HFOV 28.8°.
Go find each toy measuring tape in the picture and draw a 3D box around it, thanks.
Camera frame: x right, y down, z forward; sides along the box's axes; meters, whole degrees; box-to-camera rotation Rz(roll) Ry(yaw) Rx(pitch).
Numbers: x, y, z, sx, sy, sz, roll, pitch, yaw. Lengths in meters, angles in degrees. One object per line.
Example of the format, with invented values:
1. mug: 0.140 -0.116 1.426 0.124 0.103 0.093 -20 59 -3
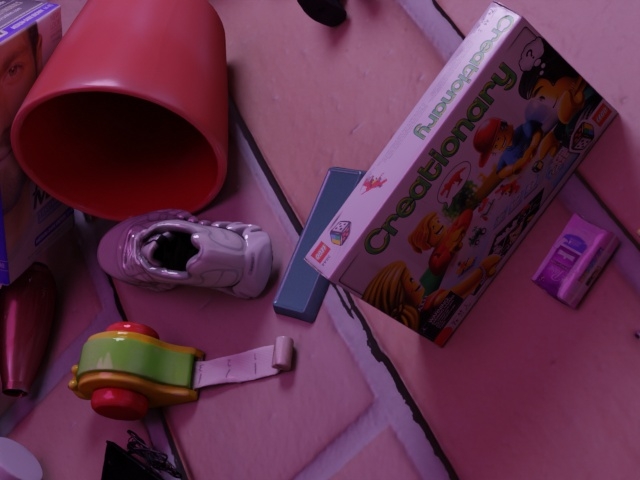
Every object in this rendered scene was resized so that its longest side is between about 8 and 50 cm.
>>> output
1. toy measuring tape: -0.188 0.145 1.472 0.330 0.121 0.121 -15 58 36

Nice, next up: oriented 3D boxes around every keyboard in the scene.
1. keyboard: -0.192 0.291 1.461 0.192 0.038 0.100 23 107 46

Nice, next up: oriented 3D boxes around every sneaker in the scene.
1. sneaker: -0.194 0.011 1.540 0.292 0.118 0.110 1 86 44

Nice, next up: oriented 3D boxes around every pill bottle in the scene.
1. pill bottle: -0.443 0.342 1.593 0.180 0.108 0.108 -49 44 10

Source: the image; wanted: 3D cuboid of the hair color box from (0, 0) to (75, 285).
1. hair color box: -0.422 -0.134 1.659 0.110 0.338 0.185 10 31 16

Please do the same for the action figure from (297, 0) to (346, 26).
1. action figure: -0.011 -0.415 1.646 0.185 0.099 0.285 -45 40 26

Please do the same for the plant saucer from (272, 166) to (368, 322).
1. plant saucer: 0.000 0.000 1.454 0.067 0.018 0.192 12 74 45

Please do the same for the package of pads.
1. package of pads: 0.246 0.019 1.207 0.083 0.032 0.050 -56 40 1

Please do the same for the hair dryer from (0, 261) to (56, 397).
1. hair dryer: -0.447 0.120 1.772 0.223 0.080 0.293 -62 35 17

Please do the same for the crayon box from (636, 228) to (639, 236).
1. crayon box: 0.428 0.034 0.998 0.202 0.081 0.318 -44 45 14

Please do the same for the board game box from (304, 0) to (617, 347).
1. board game box: 0.143 -0.057 1.228 0.305 0.193 0.053 -54 43 4

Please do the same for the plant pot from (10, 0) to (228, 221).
1. plant pot: -0.238 -0.194 1.627 0.275 0.275 0.243 -20 45 33
